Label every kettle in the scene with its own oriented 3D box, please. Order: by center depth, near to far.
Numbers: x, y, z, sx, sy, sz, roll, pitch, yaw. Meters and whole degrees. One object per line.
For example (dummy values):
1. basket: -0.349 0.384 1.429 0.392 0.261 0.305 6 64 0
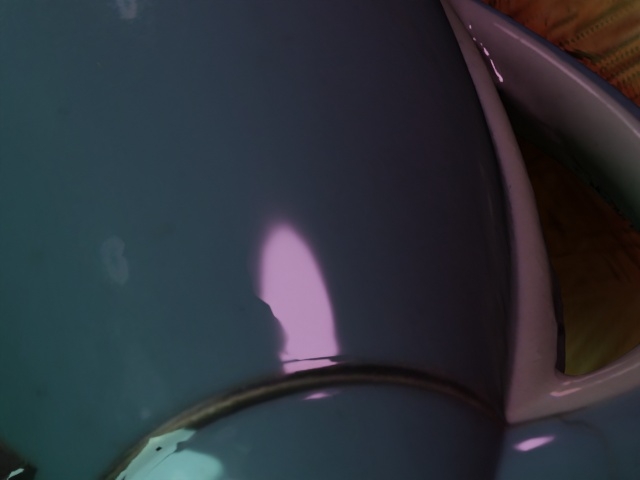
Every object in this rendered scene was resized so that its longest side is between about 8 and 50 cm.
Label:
1. kettle: 0.000 0.000 0.528 0.342 0.320 0.247 -114 15 -47
